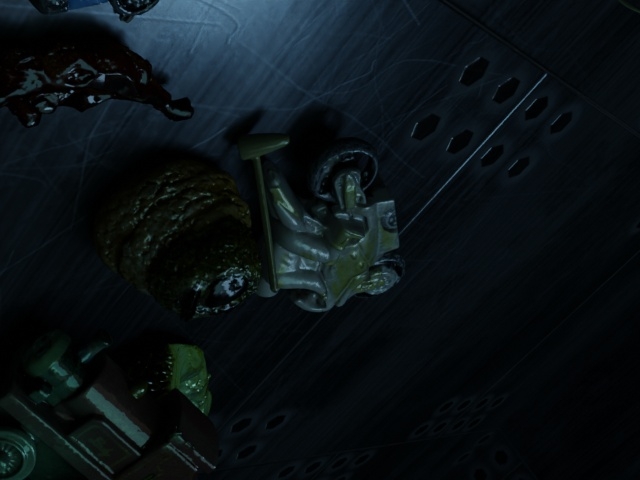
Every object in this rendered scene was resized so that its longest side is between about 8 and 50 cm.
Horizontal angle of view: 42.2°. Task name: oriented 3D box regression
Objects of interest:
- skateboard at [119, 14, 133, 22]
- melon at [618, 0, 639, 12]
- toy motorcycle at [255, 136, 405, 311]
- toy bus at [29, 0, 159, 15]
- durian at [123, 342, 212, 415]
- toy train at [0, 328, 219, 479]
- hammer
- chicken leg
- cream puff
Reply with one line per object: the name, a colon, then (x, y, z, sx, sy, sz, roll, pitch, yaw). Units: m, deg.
skateboard: (-0.188, -0.212, 0.708, 0.083, 0.032, 0.064, -11, 152, -41)
melon: (0.492, -0.367, 0.952, 0.271, 0.272, 0.308, -32, 148, -6)
toy motorcycle: (0.000, 0.000, 1.123, 0.222, 0.108, 0.341, -21, 143, -4)
toy bus: (-0.117, -0.260, 0.623, 0.234, 0.116, 0.134, -20, 150, -28)
durian: (-0.264, 0.277, 1.290, 0.394, 0.163, 0.198, 89, 21, -60)
toy train: (-0.291, 0.235, 1.032, 0.221, 0.150, 0.304, -36, 117, 8)
hammer: (-0.055, -0.031, 0.980, 0.060, 0.028, 0.195, -5, 109, 5)
chicken leg: (-0.209, -0.144, 0.760, 0.219, 0.048, 0.089, -10, 145, -38)
cream puff: (-0.147, 0.019, 0.935, 0.183, 0.169, 0.183, -26, 150, -16)
